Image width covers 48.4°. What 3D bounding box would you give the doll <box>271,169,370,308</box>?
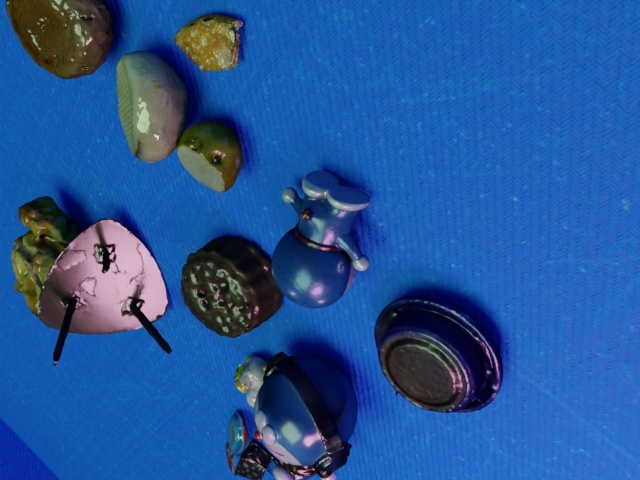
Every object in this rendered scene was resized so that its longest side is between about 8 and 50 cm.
[{"bbox_3d":[0.000,0.000,1.339,0.215,0.161,0.257,37,121,29],"label":"doll"}]

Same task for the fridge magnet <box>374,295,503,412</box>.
[{"bbox_3d":[0.214,0.223,1.345,0.265,0.113,0.265,20,129,27],"label":"fridge magnet"}]

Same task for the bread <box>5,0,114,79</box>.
[{"bbox_3d":[-0.508,-0.436,1.417,0.230,0.123,0.230,17,131,21],"label":"bread"}]

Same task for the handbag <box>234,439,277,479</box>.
[{"bbox_3d":[-0.159,0.632,1.982,0.139,0.072,0.115,26,133,3],"label":"handbag"}]

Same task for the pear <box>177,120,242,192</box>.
[{"bbox_3d":[-0.205,-0.173,1.392,0.141,0.104,0.141,35,160,15],"label":"pear"}]

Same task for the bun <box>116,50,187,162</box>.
[{"bbox_3d":[-0.323,-0.263,1.400,0.222,0.127,0.222,167,90,-69],"label":"bun"}]

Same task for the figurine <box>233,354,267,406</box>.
[{"bbox_3d":[-0.131,0.361,1.741,0.130,0.109,0.178,-12,118,19],"label":"figurine"}]

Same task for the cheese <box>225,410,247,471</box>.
[{"bbox_3d":[-0.238,0.559,1.980,0.256,0.037,0.106,109,150,-47],"label":"cheese"}]

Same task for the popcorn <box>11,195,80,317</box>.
[{"bbox_3d":[-0.689,0.049,1.852,0.265,0.225,0.332,4,113,54],"label":"popcorn"}]

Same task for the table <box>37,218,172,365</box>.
[{"bbox_3d":[-0.511,0.165,1.660,0.249,0.317,0.317,-133,24,-61],"label":"table"}]

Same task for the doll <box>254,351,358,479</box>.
[{"bbox_3d":[-0.035,0.398,1.591,0.284,0.240,0.310,52,161,34],"label":"doll"}]

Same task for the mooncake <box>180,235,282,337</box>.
[{"bbox_3d":[-0.203,0.106,1.578,0.228,0.124,0.228,20,129,26],"label":"mooncake"}]

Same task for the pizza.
[{"bbox_3d":[-0.196,-0.359,1.292,0.160,0.036,0.099,1,121,38],"label":"pizza"}]
